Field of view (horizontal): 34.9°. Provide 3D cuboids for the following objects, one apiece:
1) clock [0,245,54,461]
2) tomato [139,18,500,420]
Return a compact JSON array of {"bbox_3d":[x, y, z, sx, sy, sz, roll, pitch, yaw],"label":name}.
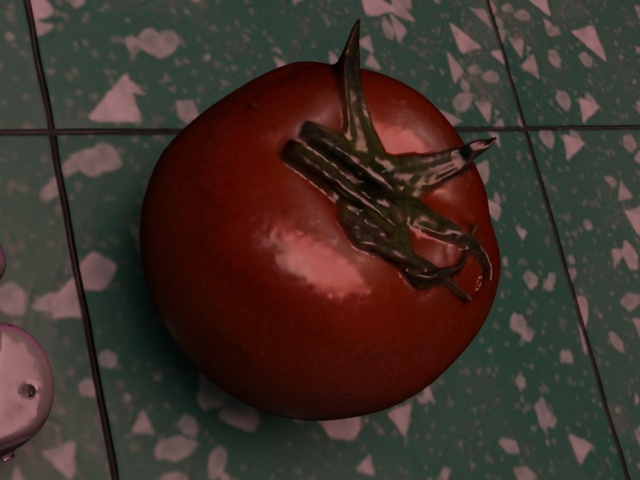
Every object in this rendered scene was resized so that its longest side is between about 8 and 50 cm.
[{"bbox_3d":[-0.295,0.039,0.597,0.227,0.090,0.248,-17,80,-37],"label":"clock"},{"bbox_3d":[0.000,0.000,0.720,0.255,0.224,0.256,12,63,-25],"label":"tomato"}]
